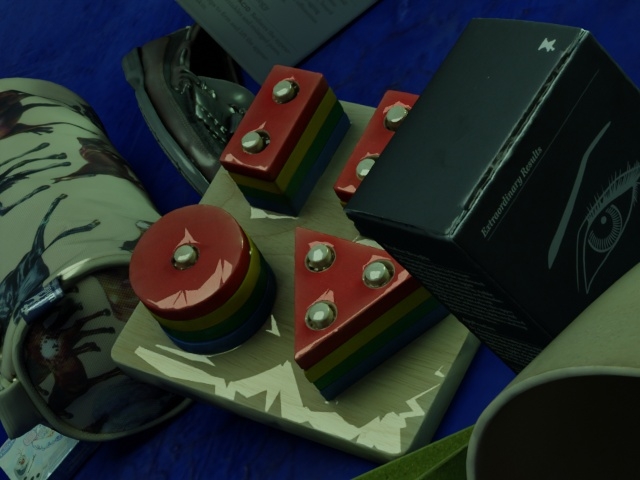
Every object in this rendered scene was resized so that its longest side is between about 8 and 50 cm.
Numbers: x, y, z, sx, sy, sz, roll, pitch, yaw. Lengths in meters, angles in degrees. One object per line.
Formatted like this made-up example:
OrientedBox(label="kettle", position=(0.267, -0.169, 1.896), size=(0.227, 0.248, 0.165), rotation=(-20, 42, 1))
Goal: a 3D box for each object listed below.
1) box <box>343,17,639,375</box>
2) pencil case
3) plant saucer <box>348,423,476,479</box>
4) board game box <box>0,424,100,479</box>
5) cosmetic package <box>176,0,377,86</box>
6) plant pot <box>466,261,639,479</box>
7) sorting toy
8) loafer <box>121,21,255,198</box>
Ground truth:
OrientedBox(label="box", position=(0.142, -0.013, 1.139), size=(0.108, 0.207, 0.153), rotation=(16, 67, 54))
OrientedBox(label="pencil case", position=(-0.224, 0.004, 1.577), size=(0.184, 0.159, 0.410), rotation=(-17, 31, -13))
OrientedBox(label="plant saucer", position=(0.023, 0.177, 1.139), size=(0.188, 0.045, 0.188), rotation=(-30, -2, 39))
OrientedBox(label="board game box", position=(-0.218, 0.164, 1.533), size=(0.090, 0.020, 0.090), rotation=(-49, 34, -5))
OrientedBox(label="cosmetic package", position=(-0.037, -0.269, 1.678), size=(0.184, 0.151, 0.151), rotation=(-38, 34, 13))
OrientedBox(label="plant pot", position=(0.251, 0.069, 0.928), size=(0.256, 0.256, 0.274), rotation=(-5, 35, 46))
OrientedBox(label="sorting toy", position=(0.000, 0.000, 1.323), size=(0.257, 0.089, 0.255), rotation=(15, 65, 32))
OrientedBox(label="loafer", position=(-0.101, -0.120, 1.638), size=(0.095, 0.109, 0.302), rotation=(-39, 30, 4))
